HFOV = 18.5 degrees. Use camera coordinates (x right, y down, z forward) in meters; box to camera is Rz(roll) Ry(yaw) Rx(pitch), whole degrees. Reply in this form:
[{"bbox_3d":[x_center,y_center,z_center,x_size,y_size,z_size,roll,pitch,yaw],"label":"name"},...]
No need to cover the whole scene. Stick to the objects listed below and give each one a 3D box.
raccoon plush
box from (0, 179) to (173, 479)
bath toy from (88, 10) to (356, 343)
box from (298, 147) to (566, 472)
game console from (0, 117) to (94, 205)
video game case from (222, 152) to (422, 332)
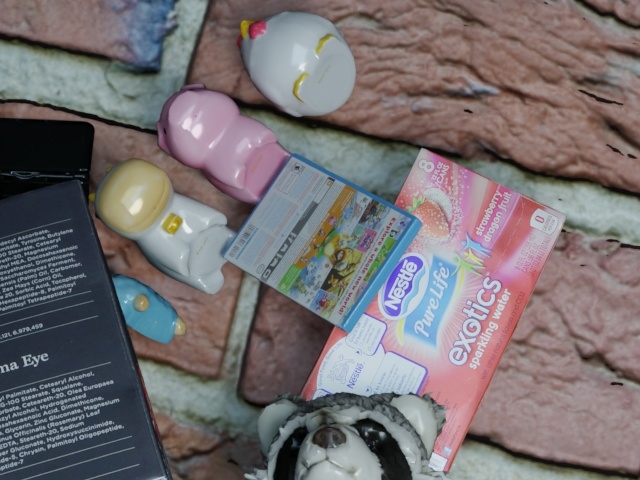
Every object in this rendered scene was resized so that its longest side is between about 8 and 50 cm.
[{"bbox_3d":[0.002,0.332,1.681,0.216,0.446,0.299,9,45,-8],"label":"raccoon plush"},{"bbox_3d":[-0.216,0.187,1.613,0.179,0.343,0.312,-17,51,-7],"label":"box"},{"bbox_3d":[-0.110,-0.080,1.842,0.129,0.151,0.348,27,75,39],"label":"bath toy"},{"bbox_3d":[0.089,0.089,1.801,0.154,0.142,0.300,25,78,3],"label":"box"},{"bbox_3d":[-0.280,-0.056,1.882,0.122,0.071,0.107,2,108,-1],"label":"game console"},{"bbox_3d":[0.000,0.000,1.770,0.166,0.015,0.119,29,82,40],"label":"video game case"}]
